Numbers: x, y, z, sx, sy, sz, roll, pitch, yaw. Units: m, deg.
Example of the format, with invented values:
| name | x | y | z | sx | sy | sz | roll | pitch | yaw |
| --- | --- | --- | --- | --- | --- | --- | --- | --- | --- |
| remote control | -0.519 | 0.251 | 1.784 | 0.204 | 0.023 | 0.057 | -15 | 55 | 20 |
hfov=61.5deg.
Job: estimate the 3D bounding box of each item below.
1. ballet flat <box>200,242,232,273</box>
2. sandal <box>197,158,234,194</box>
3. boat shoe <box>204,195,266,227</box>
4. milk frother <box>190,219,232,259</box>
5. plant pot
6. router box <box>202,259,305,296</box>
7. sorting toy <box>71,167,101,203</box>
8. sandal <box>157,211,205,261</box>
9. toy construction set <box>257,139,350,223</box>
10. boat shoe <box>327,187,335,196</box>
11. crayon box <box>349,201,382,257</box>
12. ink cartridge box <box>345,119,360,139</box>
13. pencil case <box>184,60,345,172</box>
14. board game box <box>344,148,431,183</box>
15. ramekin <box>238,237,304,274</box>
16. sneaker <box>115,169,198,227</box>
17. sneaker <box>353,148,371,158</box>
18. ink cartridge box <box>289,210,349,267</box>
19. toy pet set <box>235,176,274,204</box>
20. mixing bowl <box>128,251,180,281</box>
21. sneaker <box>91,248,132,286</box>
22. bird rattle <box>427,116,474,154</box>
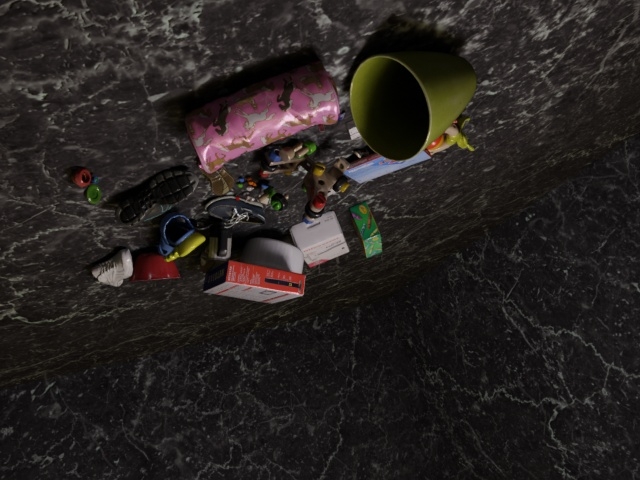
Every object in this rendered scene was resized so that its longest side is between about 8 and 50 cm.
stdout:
| name | x | y | z | sx | sy | sz | roll | pitch | yaw |
| --- | --- | --- | --- | --- | --- | --- | --- | --- | --- |
| ballet flat | -0.433 | 0.053 | 2.127 | 0.073 | 0.080 | 0.232 | 25 | 134 | -27 |
| sandal | -0.310 | -0.201 | 1.589 | 0.072 | 0.049 | 0.180 | -28 | 146 | 1 |
| boat shoe | -0.286 | -0.092 | 1.850 | 0.095 | 0.079 | 0.254 | -32 | 159 | 27 |
| milk frother | -0.384 | -0.002 | 1.883 | 0.143 | 0.135 | 0.129 | 4 | -178 | -2 |
| plant pot | 0.276 | -0.392 | 1.435 | 0.293 | 0.275 | 0.275 | -30 | 168 | -32 |
| router box | -0.262 | 0.167 | 2.070 | 0.301 | 0.082 | 0.335 | 13 | 163 | -24 |
| sorting toy | -0.608 | -0.144 | 1.390 | 0.042 | 0.061 | 0.102 | 2 | 129 | 18 |
| sandal | -0.483 | -0.017 | 1.791 | 0.126 | 0.138 | 0.317 | -42 | -168 | -29 |
| toy construction set | -0.029 | -0.236 | 1.621 | 0.237 | 0.257 | 0.309 | -40 | 149 | -34 |
| boat shoe | 0.044 | -0.194 | 2.007 | 0.100 | 0.035 | 0.035 | -24 | 165 | 26 |
| crayon box | 0.204 | -0.043 | 2.389 | 0.081 | 0.165 | 0.278 | -22 | 161 | 1 |
| ink cartridge box | 0.111 | -0.345 | 1.674 | 0.048 | 0.028 | 0.083 | -23 | 162 | 4 |
| pencil case | -0.142 | -0.302 | 1.326 | 0.386 | 0.167 | 0.160 | -21 | -166 | -2 |
| board game box | 0.224 | -0.270 | 1.854 | 0.281 | 0.027 | 0.145 | -17 | 162 | 28 |
| ramekin | -0.199 | 0.090 | 2.204 | 0.277 | 0.135 | 0.277 | 10 | 162 | 3 |
| sneaker | -0.470 | -0.130 | 1.567 | 0.267 | 0.101 | 0.106 | -26 | -177 | 8 |
| sneaker | 0.146 | -0.301 | 1.843 | 0.037 | 0.032 | 0.083 | -49 | 154 | 21 |
| ink cartridge box | 0.000 | 0.000 | 2.354 | 0.207 | 0.117 | 0.283 | -22 | 161 | 3 |
| toy pet set | -0.212 | -0.175 | 1.773 | 0.114 | 0.065 | 0.122 | 19 | 148 | -7 |
| mixing bowl | -0.600 | 0.093 | 1.938 | 0.181 | 0.098 | 0.181 | -5 | 178 | 0 |
| sneaker | -0.734 | 0.103 | 1.881 | 0.115 | 0.090 | 0.232 | -1 | 151 | -40 |
| bird rattle | 0.399 | -0.354 | 1.810 | 0.207 | 0.143 | 0.253 | -30 | 159 | 38 |
